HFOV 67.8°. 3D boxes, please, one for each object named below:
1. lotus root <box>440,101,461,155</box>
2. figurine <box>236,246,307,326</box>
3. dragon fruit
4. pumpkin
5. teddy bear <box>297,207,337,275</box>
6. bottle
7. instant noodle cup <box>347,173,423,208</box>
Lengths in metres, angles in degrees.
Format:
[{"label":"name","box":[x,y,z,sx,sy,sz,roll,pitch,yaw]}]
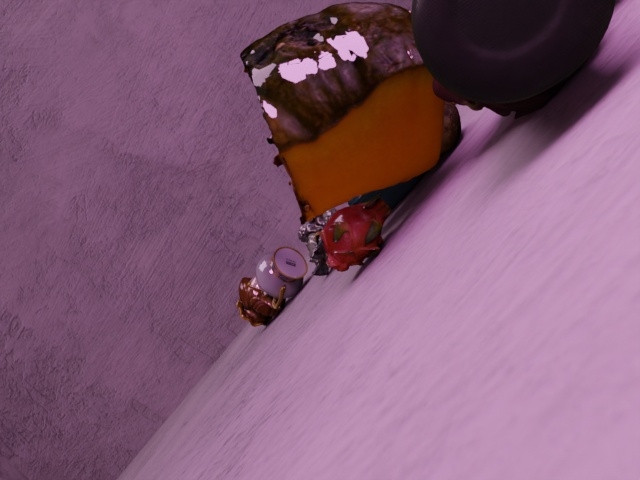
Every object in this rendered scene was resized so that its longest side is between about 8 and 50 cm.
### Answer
[{"label":"lotus root","box":[0.186,-0.182,0.769,0.179,0.081,0.089,-49,-29,-62]},{"label":"figurine","box":[-0.143,0.131,1.321,0.263,0.142,0.189,-48,26,40]},{"label":"dragon fruit","box":[0.051,-0.012,0.653,0.116,0.081,0.086,-46,-7,16]},{"label":"pumpkin","box":[0.023,-0.177,0.657,0.226,0.256,0.303,-19,21,-5]},{"label":"teddy bear","box":[0.018,0.000,1.031,0.213,0.111,0.133,-103,27,-57]},{"label":"bottle","box":[0.168,-0.184,0.438,0.156,0.143,0.271,-22,5,25]},{"label":"instant noodle cup","box":[0.137,-0.121,0.877,0.157,0.070,0.179,-47,3,33]}]
